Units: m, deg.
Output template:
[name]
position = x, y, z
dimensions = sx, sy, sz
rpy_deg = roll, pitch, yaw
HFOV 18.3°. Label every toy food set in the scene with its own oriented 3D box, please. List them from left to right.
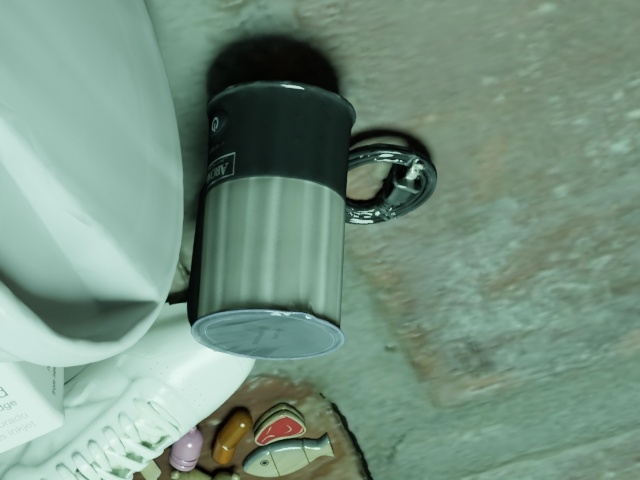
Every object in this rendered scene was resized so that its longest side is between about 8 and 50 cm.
[toy food set]
position = -0.058, 0.140, 1.290
dimensions = 0.122, 0.019, 0.078
rpy_deg = -21, 130, 10

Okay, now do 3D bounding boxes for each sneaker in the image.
[sneaker]
position = -0.136, 0.122, 1.217
dimensions = 0.235, 0.095, 0.090
rpy_deg = -31, 126, 16

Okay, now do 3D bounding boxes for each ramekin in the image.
[ramekin]
position = -0.182, -0.062, 0.952
dimensions = 0.127, 0.273, 0.273
rpy_deg = -14, 132, 20

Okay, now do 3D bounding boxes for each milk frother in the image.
[milk frother]
position = 0.000, 0.000, 1.104
dimensions = 0.143, 0.135, 0.129
rpy_deg = 7, 160, -10

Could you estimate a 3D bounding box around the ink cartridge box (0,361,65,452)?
[ink cartridge box]
position = -0.293, 0.020, 1.094
dimensions = 0.198, 0.115, 0.273
rpy_deg = -24, 129, 12
